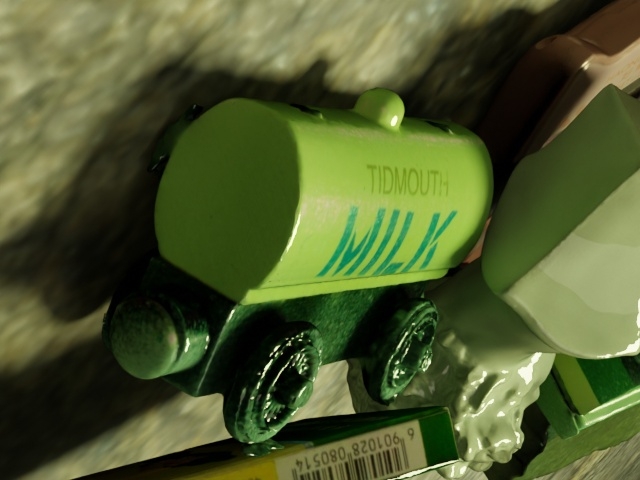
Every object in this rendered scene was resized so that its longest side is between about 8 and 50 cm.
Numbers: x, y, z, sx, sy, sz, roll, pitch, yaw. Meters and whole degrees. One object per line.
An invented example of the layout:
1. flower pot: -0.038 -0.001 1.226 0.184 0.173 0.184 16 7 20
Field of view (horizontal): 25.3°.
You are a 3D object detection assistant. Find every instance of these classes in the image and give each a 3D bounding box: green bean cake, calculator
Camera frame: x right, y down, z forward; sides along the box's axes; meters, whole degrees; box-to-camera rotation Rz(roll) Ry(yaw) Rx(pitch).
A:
1. green bean cake: 0.223 0.088 1.181 0.227 0.125 0.222 -19 148 -45
2. calculator: 0.156 -0.052 0.925 0.220 0.048 0.329 -34 158 -29

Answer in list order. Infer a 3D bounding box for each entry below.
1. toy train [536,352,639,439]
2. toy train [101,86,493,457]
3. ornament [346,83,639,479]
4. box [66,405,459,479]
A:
1. toy train: 0.279 0.021 0.965 0.301 0.120 0.202 -18 167 -29
2. toy train: 0.000 0.000 0.673 0.253 0.105 0.157 -4 120 -61
3. ornament: 0.111 0.036 0.810 0.130 0.120 0.285 15 137 -18
4. box: -0.063 0.122 0.690 0.235 0.034 0.132 -9 177 -36
